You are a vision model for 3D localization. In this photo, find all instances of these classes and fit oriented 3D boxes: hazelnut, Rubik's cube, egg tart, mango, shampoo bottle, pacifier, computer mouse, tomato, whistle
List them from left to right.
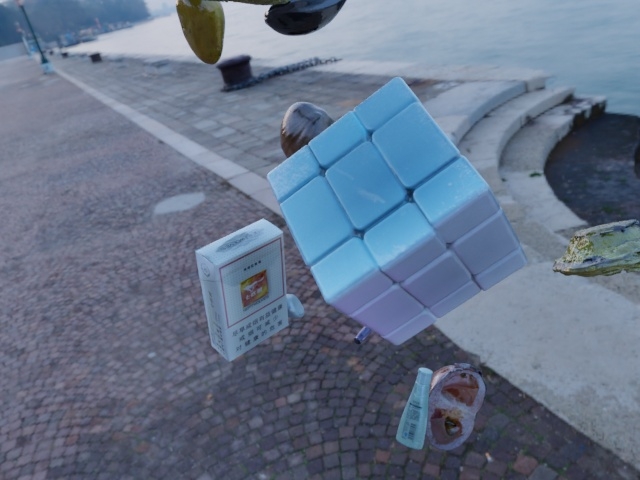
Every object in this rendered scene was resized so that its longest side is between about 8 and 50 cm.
[{"bbox_3d":[-0.336,-0.620,1.590,0.147,0.227,0.109,-1,26,31],"label":"mango"},{"bbox_3d":[-0.151,0.208,1.865,0.208,0.227,0.279,18,19,-2],"label":"pacifier"},{"bbox_3d":[-0.023,-0.310,1.674,0.210,0.209,0.186,5,-1,34],"label":"hazelnut"},{"bbox_3d":[-0.007,-0.507,1.206,0.138,0.086,0.270,-16,23,51],"label":"computer mouse"},{"bbox_3d":[0.171,0.273,1.822,0.033,0.033,0.176,15,49,46],"label":"whistle"},{"bbox_3d":[0.144,-0.041,1.048,0.316,0.319,0.321,-35,54,13],"label":"Rubik's cube"},{"bbox_3d":[0.233,0.403,1.341,0.069,0.190,0.041,15,7,36],"label":"shampoo bottle"},{"bbox_3d":[0.319,0.416,1.452,0.112,0.199,0.227,17,78,58],"label":"tomato"},{"bbox_3d":[0.627,0.017,1.216,0.241,0.105,0.241,-14,1,0],"label":"egg tart"}]

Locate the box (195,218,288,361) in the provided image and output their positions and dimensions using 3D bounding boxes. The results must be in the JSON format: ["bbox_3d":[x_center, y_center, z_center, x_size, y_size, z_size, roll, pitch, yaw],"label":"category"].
[{"bbox_3d":[-0.194,0.131,1.451,0.210,0.330,0.095,-29,46,-33],"label":"box"}]

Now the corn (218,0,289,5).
[{"bbox_3d":[-0.178,-0.518,1.103,0.320,0.096,0.097,26,44,36],"label":"corn"}]
